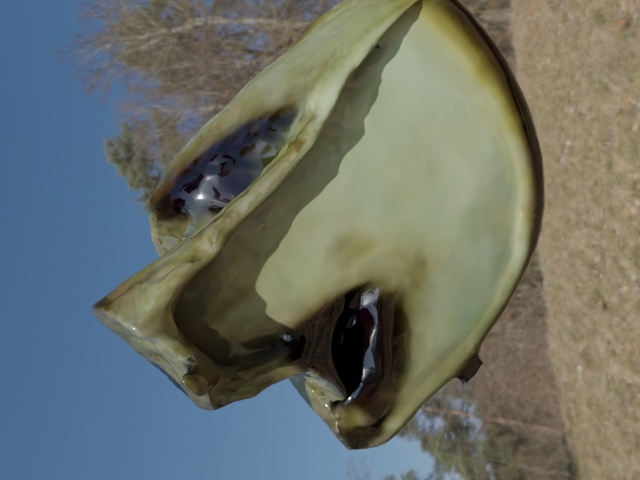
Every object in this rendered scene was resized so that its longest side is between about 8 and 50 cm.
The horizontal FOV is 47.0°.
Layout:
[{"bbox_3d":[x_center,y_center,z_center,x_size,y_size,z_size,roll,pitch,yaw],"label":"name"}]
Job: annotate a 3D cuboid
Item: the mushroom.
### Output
[{"bbox_3d":[0.008,0.000,0.524,0.217,0.212,0.292,44,-108,-30],"label":"mushroom"}]
